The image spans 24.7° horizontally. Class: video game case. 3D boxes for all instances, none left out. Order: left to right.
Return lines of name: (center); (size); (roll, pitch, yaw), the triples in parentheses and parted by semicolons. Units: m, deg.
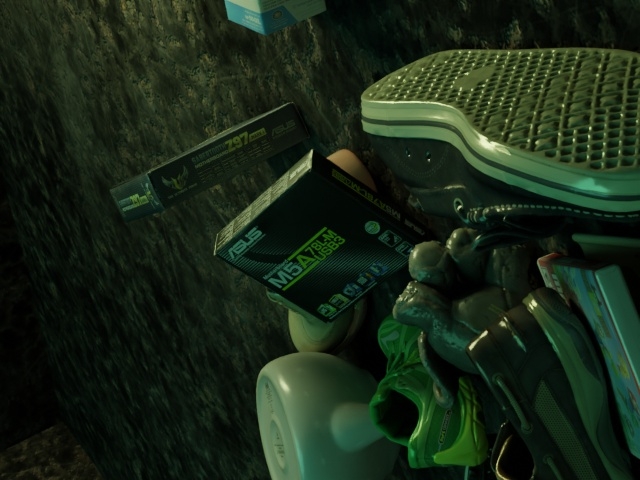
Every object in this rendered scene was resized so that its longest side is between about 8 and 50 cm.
video game case: (0.278, 0.113, 1.400); (0.285, 0.025, 0.204); (-152, 40, -88)

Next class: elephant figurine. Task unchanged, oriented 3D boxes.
elephant figurine: (0.170, 0.104, 1.644); (0.169, 0.186, 0.239); (10, 150, 10)

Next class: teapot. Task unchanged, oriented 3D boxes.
teapot: (0.027, 0.263, 2.025); (0.256, 0.187, 0.252); (-122, 26, -50)

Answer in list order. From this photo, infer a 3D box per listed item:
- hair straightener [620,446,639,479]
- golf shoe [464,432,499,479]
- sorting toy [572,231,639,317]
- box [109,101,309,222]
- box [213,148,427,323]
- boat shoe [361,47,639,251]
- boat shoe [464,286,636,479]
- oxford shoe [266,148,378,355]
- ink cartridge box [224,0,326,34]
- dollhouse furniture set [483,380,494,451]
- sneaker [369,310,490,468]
hair straightener: (0.336, 0.308, 1.588); (0.089, 0.047, 0.230); (9, 121, 62)
golf shoe: (0.221, 0.355, 1.816); (0.120, 0.105, 0.273); (31, 140, 64)
sorting toy: (0.337, 0.083, 1.382); (0.193, 0.038, 0.208); (8, 125, 63)
box: (-0.152, -0.104, 1.968); (0.059, 0.232, 0.183); (64, 157, -7)
box: (0.000, 0.000, 1.763); (0.190, 0.184, 0.045); (-39, 32, 34)
boat shoe: (0.195, -0.076, 1.343); (0.500, 0.187, 0.156); (21, 137, 65)
boat shoe: (0.233, 0.216, 1.469); (0.132, 0.130, 0.355); (-116, 4, -70)
oxford shoe: (-0.025, 0.039, 1.952); (0.140, 0.146, 0.397); (50, 153, 31)
ink cartridge box: (-0.064, -0.333, 1.730); (0.090, 0.092, 0.143); (33, 142, 50)
dollhouse furniture set: (0.209, 0.218, 1.721); (0.114, 0.081, 0.091); (49, 152, 33)
sneaker: (0.112, 0.173, 1.784); (0.295, 0.123, 0.109); (-117, 16, -61)
